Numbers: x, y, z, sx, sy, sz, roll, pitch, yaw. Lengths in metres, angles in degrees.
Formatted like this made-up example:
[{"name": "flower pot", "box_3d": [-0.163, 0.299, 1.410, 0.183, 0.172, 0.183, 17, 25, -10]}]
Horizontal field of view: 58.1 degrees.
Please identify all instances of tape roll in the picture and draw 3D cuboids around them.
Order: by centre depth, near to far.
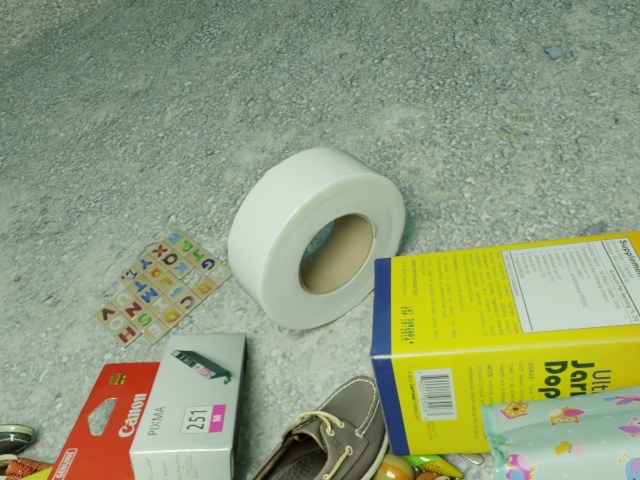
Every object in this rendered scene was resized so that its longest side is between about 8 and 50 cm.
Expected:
[{"name": "tape roll", "box_3d": [0.000, 0.000, 0.913, 0.286, 0.286, 0.100, -37, 49, -15]}]

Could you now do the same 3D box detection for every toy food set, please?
[{"name": "toy food set", "box_3d": [0.124, 0.334, 0.751, 0.132, 0.038, 0.192, 18, 58, 29]}]

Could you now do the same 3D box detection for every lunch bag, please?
[{"name": "lunch bag", "box_3d": [0.300, 0.304, 0.601, 0.223, 0.262, 0.160, -10, 9, 10]}]

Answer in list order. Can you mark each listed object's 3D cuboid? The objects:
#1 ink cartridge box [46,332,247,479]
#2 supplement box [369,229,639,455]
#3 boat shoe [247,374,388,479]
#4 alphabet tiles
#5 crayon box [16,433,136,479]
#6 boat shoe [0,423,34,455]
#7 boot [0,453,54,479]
[{"name": "ink cartridge box", "box_3d": [-0.233, 0.230, 0.831, 0.239, 0.060, 0.275, -1, 23, -3]}, {"name": "supplement box", "box_3d": [0.256, 0.137, 0.751, 0.356, 0.195, 0.194, -6, 34, 12]}, {"name": "boat shoe", "box_3d": [-0.007, 0.285, 0.750, 0.116, 0.096, 0.324, 4, 34, 38]}, {"name": "alphabet tiles", "box_3d": [-0.313, 0.093, 1.112, 0.198, 0.009, 0.237, 32, 65, 35]}, {"name": "crayon box", "box_3d": [-0.273, 0.370, 0.735, 0.318, 0.081, 0.202, -14, 42, -30]}, {"name": "boat shoe", "box_3d": [-0.562, 0.358, 0.920, 0.223, 0.080, 0.073, -20, 53, 6]}, {"name": "boot", "box_3d": [-0.429, 0.361, 0.869, 0.158, 0.084, 0.059, 0, 49, 15]}]
